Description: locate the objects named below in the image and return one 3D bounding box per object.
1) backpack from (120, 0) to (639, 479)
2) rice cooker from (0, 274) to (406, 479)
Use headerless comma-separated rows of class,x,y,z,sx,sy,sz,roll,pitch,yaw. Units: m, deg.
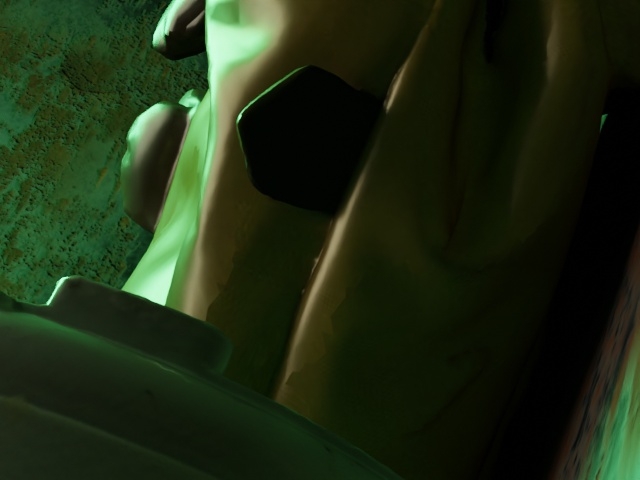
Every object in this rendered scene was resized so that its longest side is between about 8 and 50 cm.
backpack,0.005,0.004,0.788,0.378,0.201,0.353,-72,5,-78
rice cooker,-0.081,0.149,0.461,0.280,0.241,0.227,53,-128,-48
